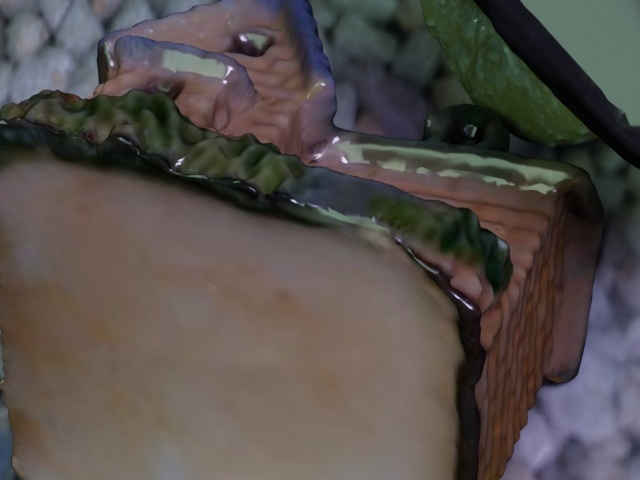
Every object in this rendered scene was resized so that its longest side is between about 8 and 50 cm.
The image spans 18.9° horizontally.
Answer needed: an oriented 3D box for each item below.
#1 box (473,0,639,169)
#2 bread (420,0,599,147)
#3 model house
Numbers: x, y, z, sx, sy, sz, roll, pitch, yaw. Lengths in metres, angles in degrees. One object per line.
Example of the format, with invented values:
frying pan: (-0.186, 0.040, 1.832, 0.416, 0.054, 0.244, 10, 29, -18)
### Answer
box: (0.121, -0.197, 0.572, 0.289, 0.073, 0.290, -40, 76, 0)
bread: (0.131, -0.173, 0.667, 0.207, 0.056, 0.286, 5, 92, 40)
model house: (0.000, 0.000, 0.686, 0.183, 0.172, 0.166, 14, 128, 19)
